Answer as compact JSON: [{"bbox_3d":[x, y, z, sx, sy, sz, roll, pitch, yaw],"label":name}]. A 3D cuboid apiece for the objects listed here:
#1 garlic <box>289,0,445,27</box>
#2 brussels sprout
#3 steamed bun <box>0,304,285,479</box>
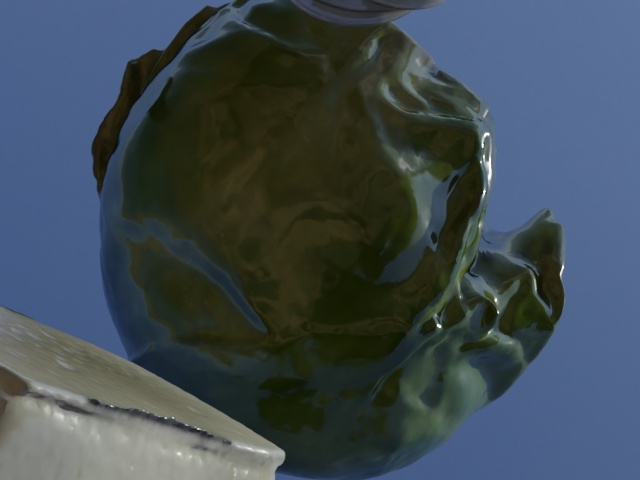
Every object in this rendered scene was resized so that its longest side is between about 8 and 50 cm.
[{"bbox_3d":[0.031,-0.225,0.770,0.199,0.226,0.199,-33,-175,4],"label":"garlic"},{"bbox_3d":[-0.014,0.014,1.431,0.342,0.425,0.361,4,-126,55],"label":"brussels sprout"},{"bbox_3d":[-0.133,0.119,0.674,0.146,0.241,0.164,24,-93,29],"label":"steamed bun"}]
